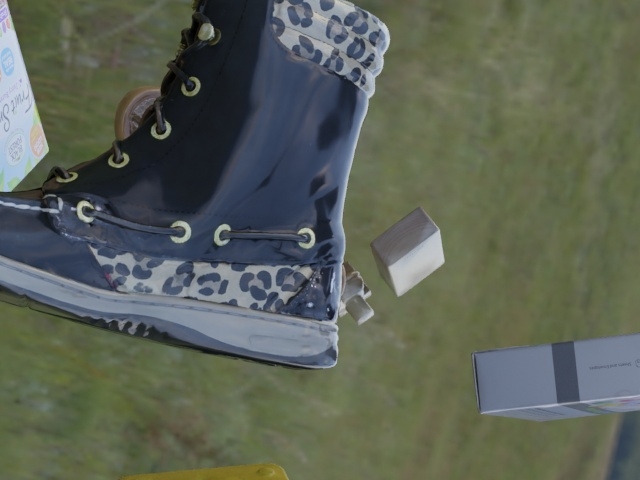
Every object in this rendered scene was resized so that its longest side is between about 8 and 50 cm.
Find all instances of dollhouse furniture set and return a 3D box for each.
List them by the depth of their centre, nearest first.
[{"bbox_3d":[0.000,0.000,1.188,0.151,0.123,0.144,-37,165,-3],"label":"dollhouse furniture set"}]

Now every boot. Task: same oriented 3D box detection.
[{"bbox_3d":[-0.084,-0.047,0.687,0.085,0.236,0.179,175,-70,-69],"label":"boot"}]

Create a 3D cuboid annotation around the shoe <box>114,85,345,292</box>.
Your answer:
[{"bbox_3d":[-0.070,-0.022,1.016,0.219,0.058,0.076,47,67,-30],"label":"shoe"}]

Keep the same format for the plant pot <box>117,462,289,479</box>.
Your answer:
[{"bbox_3d":[-0.090,0.301,1.210,0.212,0.212,0.187,-126,-143,-61],"label":"plant pot"}]

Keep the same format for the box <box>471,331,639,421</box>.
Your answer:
[{"bbox_3d":[0.196,0.074,0.843,0.145,0.186,0.038,21,61,-67],"label":"box"}]

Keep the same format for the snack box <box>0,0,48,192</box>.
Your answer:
[{"bbox_3d":[-0.233,-0.104,0.995,0.100,0.037,0.141,-63,145,-60],"label":"snack box"}]
